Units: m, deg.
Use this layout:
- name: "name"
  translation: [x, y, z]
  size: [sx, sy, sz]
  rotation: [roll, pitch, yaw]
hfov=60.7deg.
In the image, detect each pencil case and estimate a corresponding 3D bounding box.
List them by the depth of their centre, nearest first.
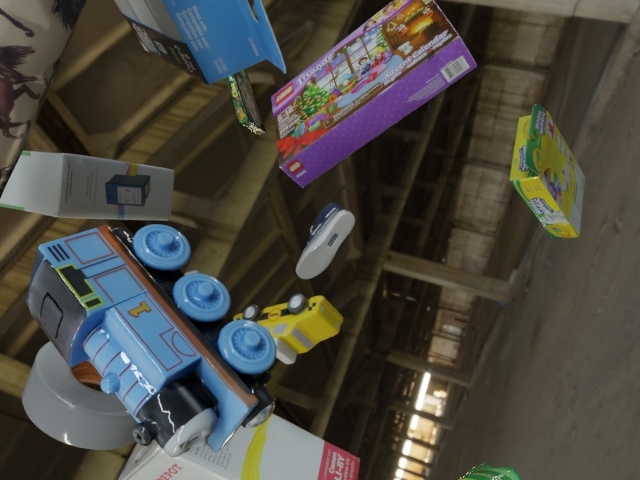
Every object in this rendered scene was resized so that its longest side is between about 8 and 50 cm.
- name: "pencil case"
  translation: [-0.365, -0.178, 0.534]
  size: [0.410, 0.184, 0.160]
  rotation: [-58, 25, 14]

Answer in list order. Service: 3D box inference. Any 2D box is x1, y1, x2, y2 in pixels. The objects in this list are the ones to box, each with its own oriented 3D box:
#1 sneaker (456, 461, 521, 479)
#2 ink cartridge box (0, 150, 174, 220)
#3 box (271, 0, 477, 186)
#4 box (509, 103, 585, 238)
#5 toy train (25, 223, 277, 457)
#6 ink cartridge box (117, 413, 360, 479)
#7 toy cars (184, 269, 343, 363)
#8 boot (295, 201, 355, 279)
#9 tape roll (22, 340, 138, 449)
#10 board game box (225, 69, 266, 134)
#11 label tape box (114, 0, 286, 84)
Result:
- name: "sneaker"
  translation: [0.245, 0.430, 0.871]
  size: [0.124, 0.109, 0.295]
  rotation: [-20, -27, -16]
- name: "ink cartridge box"
  translation: [-0.362, -0.084, 0.859]
  size: [0.212, 0.154, 0.093]
  rotation: [3, -85, -60]
- name: "box"
  translation: [0.059, -0.231, 0.802]
  size: [0.057, 0.293, 0.200]
  rotation: [41, -154, -37]
- name: "box"
  translation: [0.301, -0.088, 0.727]
  size: [0.179, 0.043, 0.105]
  rotation: [39, -122, -40]
- name: "toy train"
  translation: [-0.113, 0.066, 0.377]
  size: [0.105, 0.184, 0.080]
  rotation: [-27, -23, -48]
- name: "ink cartridge box"
  translation: [-0.160, 0.459, 1.074]
  size: [0.279, 0.385, 0.160]
  rotation: [-46, 18, 40]
- name: "toy cars"
  translation: [-0.162, 0.140, 0.925]
  size: [0.176, 0.394, 0.087]
  rotation: [108, 172, -50]
- name: "boot"
  translation: [0.000, 0.000, 1.279]
  size: [0.190, 0.086, 0.069]
  rotation: [-50, -56, 1]
- name: "tape roll"
  translation: [-0.379, 0.251, 0.933]
  size: [0.072, 0.219, 0.219]
  rotation: [-62, -13, 13]
- name: "board game box"
  translation: [-0.212, -0.410, 1.420]
  size: [0.136, 0.030, 0.259]
  rotation: [10, -119, -73]
- name: "label tape box"
  translation: [-0.231, -0.396, 0.888]
  size: [0.115, 0.348, 0.249]
  rotation: [-42, -38, -14]
